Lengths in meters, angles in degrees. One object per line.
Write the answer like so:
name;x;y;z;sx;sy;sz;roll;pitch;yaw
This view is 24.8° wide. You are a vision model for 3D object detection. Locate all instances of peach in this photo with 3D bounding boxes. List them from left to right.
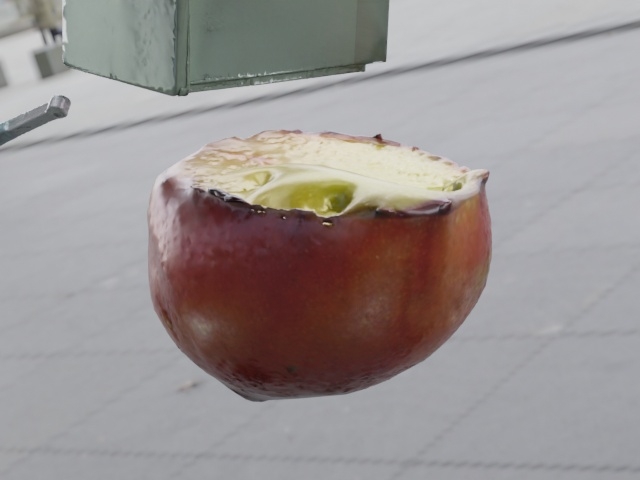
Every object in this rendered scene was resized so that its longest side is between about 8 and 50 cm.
peach;0.000;0.000;1.287;0.281;0.281;0.338;-30;-4;-43

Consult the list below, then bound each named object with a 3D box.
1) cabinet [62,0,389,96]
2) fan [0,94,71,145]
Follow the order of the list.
cabinet;-0.069;-0.198;1.102;0.206;0.150;0.145;-12;22;-41
fan;-0.360;-0.104;1.567;0.282;0.057;0.023;-15;41;37
